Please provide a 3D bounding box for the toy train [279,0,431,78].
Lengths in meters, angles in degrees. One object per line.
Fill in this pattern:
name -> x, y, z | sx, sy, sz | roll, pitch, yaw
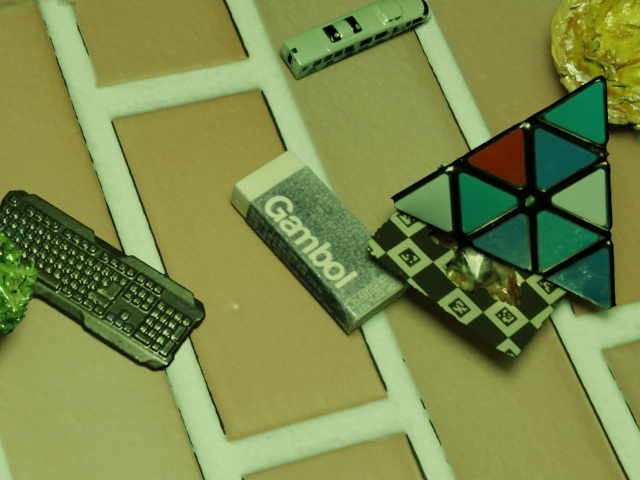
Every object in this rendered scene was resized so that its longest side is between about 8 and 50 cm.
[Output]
toy train -> 0.049, -0.260, 1.913 | 0.207, 0.047, 0.043 | -26, 70, -23

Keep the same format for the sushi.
sushi -> 0.169, 0.031, 1.762 | 0.210, 0.040, 0.193 | 39, 48, 9

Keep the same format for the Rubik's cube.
Rubik's cube -> 0.260, -0.122, 1.799 | 0.284, 0.250, 0.234 | 21, 27, -1

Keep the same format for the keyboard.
keyboard -> -0.254, 0.039, 1.691 | 0.262, 0.016, 0.106 | 32, 59, 7

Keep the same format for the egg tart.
egg tart -> 0.397, -0.230, 1.946 | 0.252, 0.098, 0.232 | -21, 73, -18

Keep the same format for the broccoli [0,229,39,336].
broccoli -> -0.406, 0.003, 1.545 | 0.270, 0.270, 0.270 | 24, 40, -22

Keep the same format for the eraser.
eraser -> 0.000, 0.000, 1.751 | 0.092, 0.046, 0.212 | -34, 71, -27
